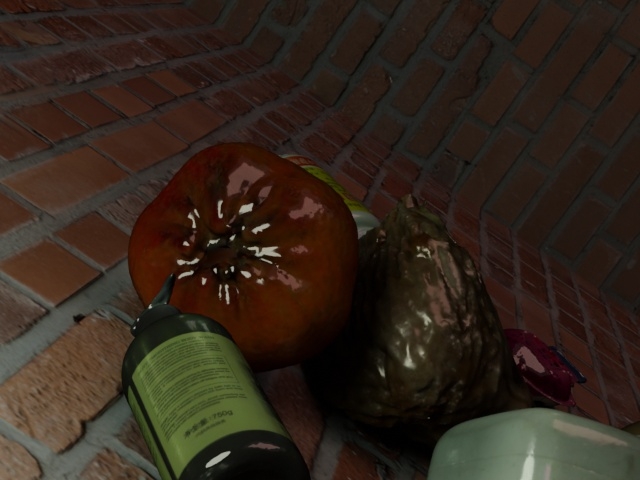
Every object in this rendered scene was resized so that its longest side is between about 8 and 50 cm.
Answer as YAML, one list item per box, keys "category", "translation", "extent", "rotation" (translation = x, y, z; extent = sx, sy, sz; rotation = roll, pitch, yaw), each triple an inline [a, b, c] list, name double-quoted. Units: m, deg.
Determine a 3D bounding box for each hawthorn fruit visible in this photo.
- category: "hawthorn fruit"
  translation: [-0.066, 0.021, 1.380]
  extent: [0.224, 0.224, 0.261]
  rotation: [37, -2, 9]

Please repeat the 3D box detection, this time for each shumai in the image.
- category: "shumai"
  translation: [0.150, 0.121, 1.532]
  extent: [0.283, 0.217, 0.346]
  rotation: [32, 12, -11]

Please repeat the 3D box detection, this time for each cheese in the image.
- category: "cheese"
  translation: [0.306, 0.177, 1.982]
  extent: [0.155, 0.062, 0.244]
  rotation: [48, 19, 22]

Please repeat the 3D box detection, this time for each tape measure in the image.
- category: "tape measure"
  translation: [0.217, 0.247, 1.279]
  extent: [0.246, 0.125, 0.243]
  rotation: [18, -25, -14]

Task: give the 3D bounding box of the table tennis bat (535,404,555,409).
- category: "table tennis bat"
  translation: [0.254, 0.181, 2.027]
  extent: [0.149, 0.038, 0.237]
  rotation: [26, 19, -28]

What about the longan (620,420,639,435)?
- category: "longan"
  translation: [0.383, 0.298, 1.516]
  extent: [0.246, 0.215, 0.246]
  rotation: [6, 20, -2]

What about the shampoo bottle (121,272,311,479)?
- category: "shampoo bottle"
  translation: [-0.099, 0.126, 1.131]
  extent: [0.101, 0.101, 0.284]
  rotation: [27, 14, -32]

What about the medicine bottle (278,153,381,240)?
- category: "medicine bottle"
  translation: [0.000, 0.000, 1.789]
  extent: [0.139, 0.139, 0.225]
  rotation: [21, 18, -48]
